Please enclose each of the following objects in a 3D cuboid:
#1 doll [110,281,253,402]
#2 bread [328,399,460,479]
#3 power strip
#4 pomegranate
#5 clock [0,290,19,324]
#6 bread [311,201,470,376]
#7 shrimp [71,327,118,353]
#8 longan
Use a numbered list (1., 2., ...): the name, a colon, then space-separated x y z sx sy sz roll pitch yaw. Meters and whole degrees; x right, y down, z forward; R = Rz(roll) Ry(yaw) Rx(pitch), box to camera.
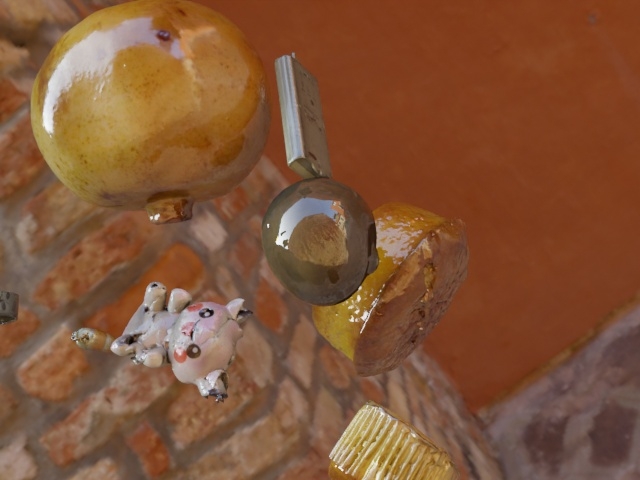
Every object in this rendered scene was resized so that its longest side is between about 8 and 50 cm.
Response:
1. doll: -0.191 0.139 1.364 0.192 0.095 0.149 10 60 24
2. bread: 0.085 0.269 1.139 0.132 0.190 0.114 28 81 26
3. power strip: -0.029 -0.203 1.559 0.034 0.092 0.268 -27 52 25
4. pomegranate: -0.282 -0.211 1.683 0.417 0.416 0.416 -35 17 12
5. clock: -0.614 0.120 1.633 0.215 0.042 0.215 -6 -10 -1
6. bread: 0.122 0.075 1.626 0.312 0.172 0.312 -46 -22 -25
7. shrimp: -0.523 0.218 2.193 0.166 0.161 0.049 10 81 34
8. longan: 0.000 0.000 1.402 0.189 0.189 0.189 -35 17 12
